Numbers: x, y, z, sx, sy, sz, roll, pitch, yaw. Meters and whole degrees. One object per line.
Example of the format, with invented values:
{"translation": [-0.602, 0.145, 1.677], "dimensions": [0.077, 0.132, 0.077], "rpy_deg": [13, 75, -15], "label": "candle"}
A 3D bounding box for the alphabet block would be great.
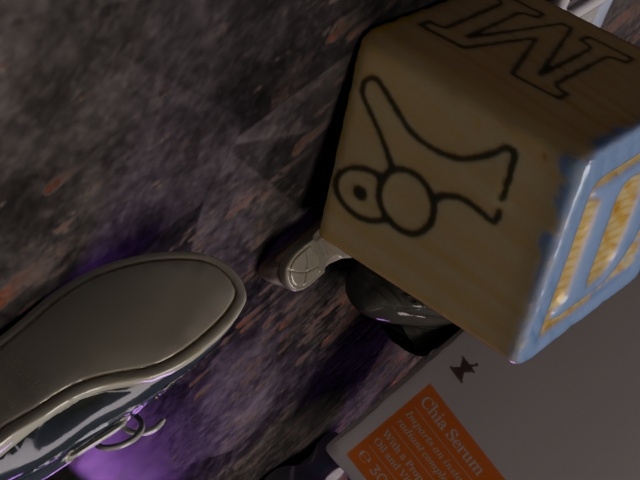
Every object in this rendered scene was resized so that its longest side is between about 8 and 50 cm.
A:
{"translation": [0.143, -0.059, 0.989], "dimensions": [0.193, 0.197, 0.192], "rpy_deg": [-26, 141, -44], "label": "alphabet block"}

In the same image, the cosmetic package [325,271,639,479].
{"translation": [0.247, 0.140, 1.238], "dimensions": [0.453, 0.230, 0.161], "rpy_deg": [-45, 167, 26], "label": "cosmetic package"}

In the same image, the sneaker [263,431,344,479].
{"translation": [-0.017, 0.266, 1.414], "dimensions": [0.152, 0.053, 0.061], "rpy_deg": [-26, 151, -46], "label": "sneaker"}

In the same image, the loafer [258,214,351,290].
{"translation": [0.000, 0.000, 1.059], "dimensions": [0.125, 0.039, 0.045], "rpy_deg": [-34, 120, -41], "label": "loafer"}

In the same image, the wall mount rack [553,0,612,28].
{"translation": [0.283, -0.138, 1.245], "dimensions": [0.304, 0.130, 0.350], "rpy_deg": [-31, 152, -39], "label": "wall mount rack"}

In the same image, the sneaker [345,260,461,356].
{"translation": [0.101, 0.059, 1.256], "dimensions": [0.130, 0.109, 0.286], "rpy_deg": [-50, 156, 22], "label": "sneaker"}

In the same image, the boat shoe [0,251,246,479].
{"translation": [-0.156, 0.095, 0.824], "dimensions": [0.254, 0.095, 0.079], "rpy_deg": [-36, 152, -29], "label": "boat shoe"}
